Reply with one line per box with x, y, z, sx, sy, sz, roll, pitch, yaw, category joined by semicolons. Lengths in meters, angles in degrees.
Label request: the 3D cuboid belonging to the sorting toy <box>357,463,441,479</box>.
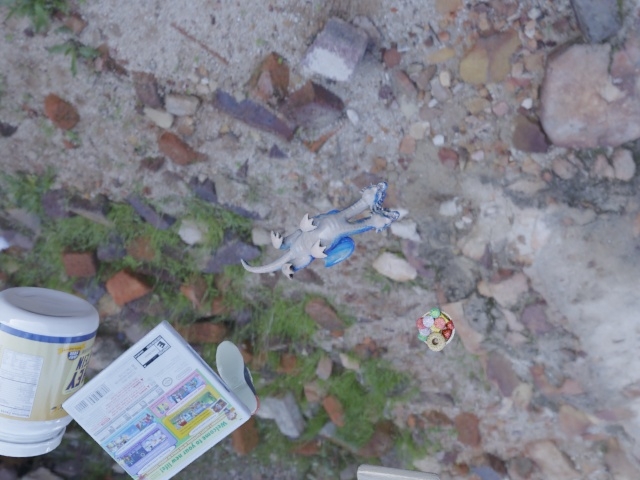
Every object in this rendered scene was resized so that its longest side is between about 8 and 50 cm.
0.249;0.659;1.609;0.307;0.041;0.229;0;110;23;sorting toy

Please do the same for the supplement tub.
-0.632;0.282;1.444;0.228;0.228;0.317;15;98;-11;supplement tub

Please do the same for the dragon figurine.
0.000;0.000;1.081;0.144;0.085;0.289;-16;166;-47;dragon figurine

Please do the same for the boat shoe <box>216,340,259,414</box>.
-0.145;0.243;1.163;0.049;0.137;0.043;-27;164;0;boat shoe

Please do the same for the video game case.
-0.244;0.251;0.982;0.212;0.023;0.193;-39;100;11;video game case

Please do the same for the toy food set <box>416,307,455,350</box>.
0.249;0.190;1.425;0.083;0.082;0.020;-51;156;12;toy food set
